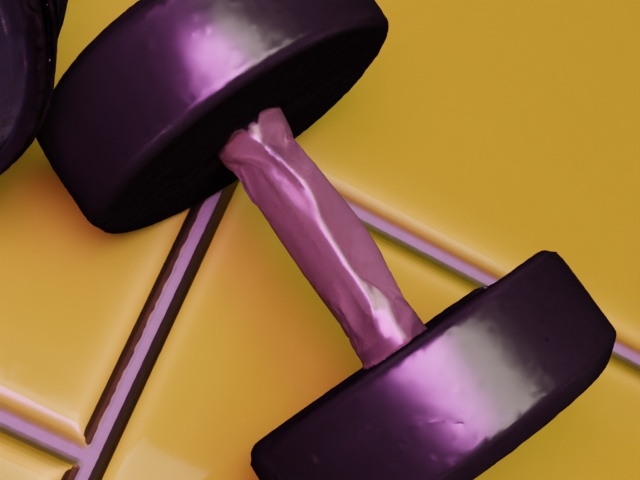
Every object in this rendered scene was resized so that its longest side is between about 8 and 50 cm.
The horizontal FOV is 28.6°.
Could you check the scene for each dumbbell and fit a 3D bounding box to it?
[{"bbox_3d":[0.000,0.000,0.520,0.152,0.152,0.218,-32,83,-28],"label":"dumbbell"}]

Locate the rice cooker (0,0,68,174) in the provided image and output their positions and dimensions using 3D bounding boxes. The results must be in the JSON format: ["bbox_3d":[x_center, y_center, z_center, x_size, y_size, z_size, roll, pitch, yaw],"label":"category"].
[{"bbox_3d":[-0.220,-0.125,0.432,0.267,0.267,0.224,-14,67,-25],"label":"rice cooker"}]
